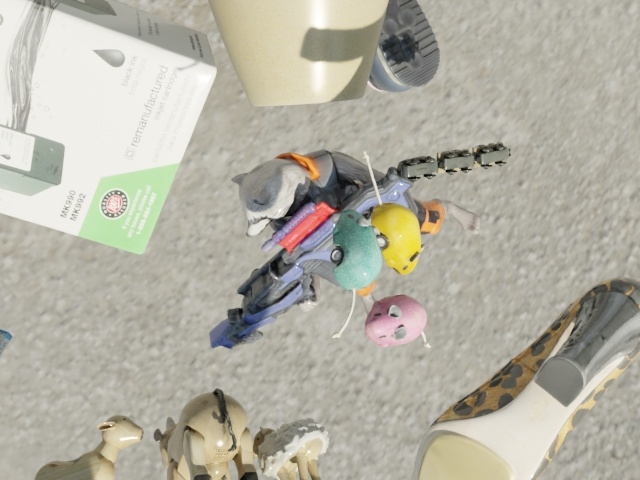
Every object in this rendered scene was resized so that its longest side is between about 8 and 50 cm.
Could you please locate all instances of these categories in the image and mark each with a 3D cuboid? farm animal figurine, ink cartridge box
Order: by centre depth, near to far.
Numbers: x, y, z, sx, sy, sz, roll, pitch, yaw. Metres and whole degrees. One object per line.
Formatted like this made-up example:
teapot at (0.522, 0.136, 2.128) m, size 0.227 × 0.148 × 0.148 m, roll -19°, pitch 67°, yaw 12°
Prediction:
ink cartridge box at (-0.273, -0.135, 1.107) m, size 0.289 × 0.121 × 0.211 m, roll 17°, pitch 112°, yaw -19°
farm animal figurine at (-0.201, 0.303, 1.612) m, size 0.326 × 0.330 × 0.172 m, roll -41°, pitch 51°, yaw 37°

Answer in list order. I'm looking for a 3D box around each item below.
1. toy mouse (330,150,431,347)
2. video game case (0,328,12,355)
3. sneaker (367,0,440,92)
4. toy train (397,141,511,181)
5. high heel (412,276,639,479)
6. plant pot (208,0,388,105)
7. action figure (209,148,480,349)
toy mouse at (0.048, 0.030, 0.877) m, size 0.031 × 0.143 × 0.161 m, roll -11°, pitch 112°, yaw 31°
video game case at (-0.507, 0.183, 1.591) m, size 0.119 × 0.166 × 0.015 m, roll 13°, pitch 153°, yaw 29°
sneaker at (0.047, -0.345, 1.552) m, size 0.131 × 0.112 × 0.319 m, roll -4°, pitch 106°, yaw 62°
toy train at (0.153, -0.090, 1.330) m, size 0.036 × 0.158 × 0.027 m, roll 16°, pitch 113°, yaw 55°
high heel at (0.189, 0.138, 1.027) m, size 0.093 × 0.186 × 0.261 m, roll 46°, pitch 132°, yaw 9°
plant pot at (-0.025, -0.288, 1.277) m, size 0.256 × 0.256 × 0.274 m, roll 0°, pitch 99°, yaw 27°
action figure at (0.000, 0.000, 1.461) m, size 0.341 × 0.179 × 0.330 m, roll -36°, pitch 141°, yaw 21°
